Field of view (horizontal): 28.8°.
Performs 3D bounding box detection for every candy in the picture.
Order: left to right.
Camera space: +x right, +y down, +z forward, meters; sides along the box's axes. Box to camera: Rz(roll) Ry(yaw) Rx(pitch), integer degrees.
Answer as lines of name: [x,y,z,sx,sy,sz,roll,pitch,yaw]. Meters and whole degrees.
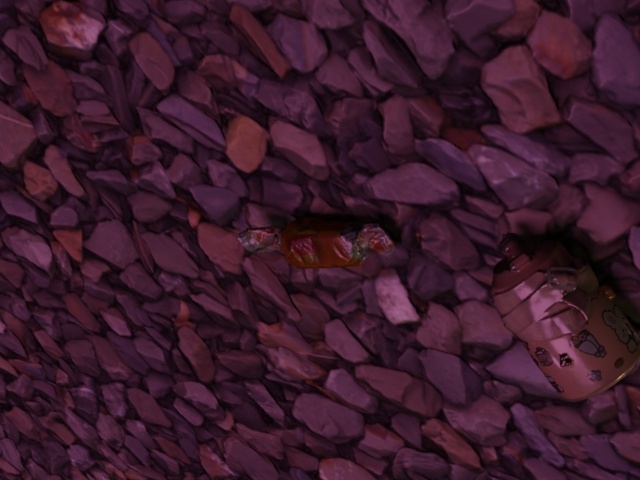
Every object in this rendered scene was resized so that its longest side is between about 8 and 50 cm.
candy: [0.000,0.000,1.264,0.182,0.046,0.053,1,124,34]

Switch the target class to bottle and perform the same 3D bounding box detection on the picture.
bottle: [0.209,0.060,1.106,0.099,0.099,0.152,-24,107,50]
